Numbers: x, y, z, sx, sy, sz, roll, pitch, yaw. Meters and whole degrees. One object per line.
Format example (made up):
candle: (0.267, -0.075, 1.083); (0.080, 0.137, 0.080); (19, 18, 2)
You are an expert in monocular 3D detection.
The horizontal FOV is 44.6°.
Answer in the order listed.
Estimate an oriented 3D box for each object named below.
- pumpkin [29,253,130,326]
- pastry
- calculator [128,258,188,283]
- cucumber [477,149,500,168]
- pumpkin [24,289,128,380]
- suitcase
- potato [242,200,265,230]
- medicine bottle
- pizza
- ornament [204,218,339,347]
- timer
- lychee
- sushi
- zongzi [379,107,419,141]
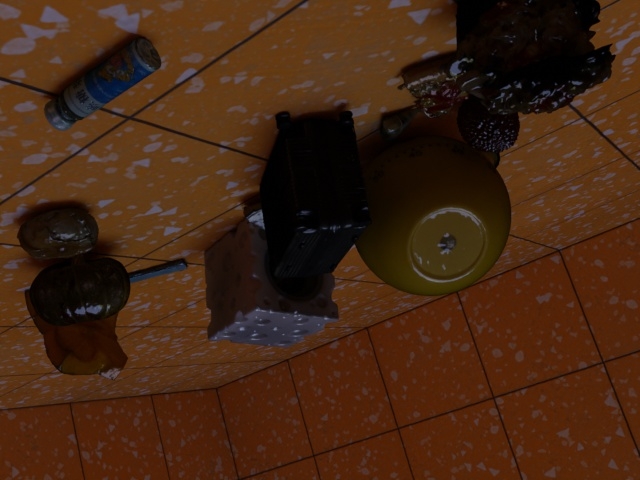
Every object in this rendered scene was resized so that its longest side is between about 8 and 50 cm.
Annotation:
pumpkin: (-0.527, 0.097, 1.717); (0.218, 0.163, 0.219); (-5, -172, 1)
pastry: (-0.505, -0.012, 1.507); (0.153, 0.081, 0.153); (-11, 172, -2)
calculator: (-0.426, 0.082, 2.001); (0.171, 0.018, 0.057); (-16, 163, -4)
cucumber: (0.384, -0.160, 1.938); (0.077, 0.062, 0.211); (-15, 163, -8)
pumpkin: (-0.576, 0.227, 1.931); (0.095, 0.258, 0.290); (-44, 150, 21)
suitcase: (-0.026, -0.076, 1.513); (0.152, 0.230, 0.335); (-4, 162, -15)
potato: (-0.060, -0.055, 1.784); (0.138, 0.098, 0.243); (-41, 131, 12)
medicine bottle: (-0.305, -0.216, 1.087); (0.191, 0.051, 0.051); (-26, 161, 27)
pizza: (0.226, -0.269, 1.429); (0.188, 0.062, 0.199); (-13, 165, -6)
ornament: (-0.126, 0.110, 1.923); (0.239, 0.240, 0.239); (11, 151, -33)
timer: (0.229, -0.069, 1.685); (0.375, 0.376, 0.387); (-17, -153, 2)
lychee: (0.334, -0.232, 1.529); (0.123, 0.129, 0.123); (-28, 141, -26)
sushi: (0.326, -0.285, 1.192); (0.225, 0.219, 0.238); (7, 151, -46)
zongzi: (0.157, -0.232, 1.538); (0.083, 0.040, 0.076); (-33, 173, -8)
